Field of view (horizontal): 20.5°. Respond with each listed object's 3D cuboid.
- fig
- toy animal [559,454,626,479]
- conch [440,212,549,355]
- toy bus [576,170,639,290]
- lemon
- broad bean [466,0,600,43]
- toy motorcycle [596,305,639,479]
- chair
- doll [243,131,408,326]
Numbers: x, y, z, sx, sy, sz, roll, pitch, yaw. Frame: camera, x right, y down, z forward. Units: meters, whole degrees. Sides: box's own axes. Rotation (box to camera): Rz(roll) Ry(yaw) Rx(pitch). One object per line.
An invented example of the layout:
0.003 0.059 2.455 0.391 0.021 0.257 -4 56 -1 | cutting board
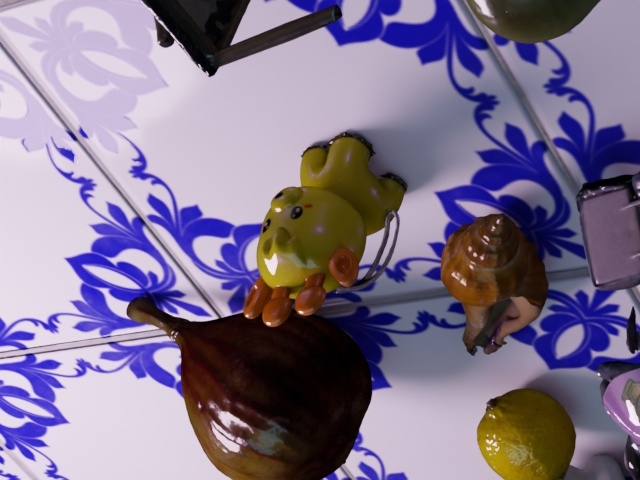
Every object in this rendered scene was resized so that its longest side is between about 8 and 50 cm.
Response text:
-0.106 0.152 2.010 0.321 0.217 0.217 26 146 24 | fig
0.287 0.378 2.048 0.367 0.241 0.196 -1 138 26 | toy animal
0.177 0.041 1.834 0.109 0.093 0.330 -3 160 1 | conch
0.394 -0.032 1.588 0.317 0.112 0.138 -13 171 38 | toy bus
0.232 0.221 1.994 0.109 0.109 0.133 -23 118 41 | lemon
0.209 -0.283 1.419 0.189 0.121 0.263 37 124 -13 | broad bean
0.340 0.132 1.676 0.143 0.327 0.188 -13 124 22 | toy motorcycle
-0.112 -0.254 1.530 0.272 0.166 0.188 -16 129 37 | chair
0.000 0.000 1.747 0.143 0.221 0.135 -19 124 34 | doll
